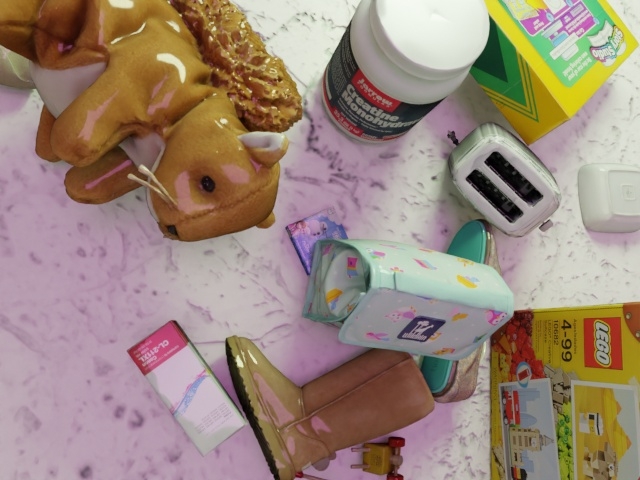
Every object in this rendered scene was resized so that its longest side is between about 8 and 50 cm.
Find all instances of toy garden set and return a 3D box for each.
[{"bbox_3d":[0.029,0.408,0.820,0.244,0.049,0.203,5,81,-13],"label":"toy garden set"}]

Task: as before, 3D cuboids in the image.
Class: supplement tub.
[{"bbox_3d":[0.120,-0.283,0.843,0.191,0.272,0.191,2,80,-14],"label":"supplement tub"}]

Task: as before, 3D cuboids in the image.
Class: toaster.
[{"bbox_3d":[0.308,-0.109,0.910,0.227,0.146,0.129,44,113,-4],"label":"toaster"}]

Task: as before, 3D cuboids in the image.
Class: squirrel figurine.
[{"bbox_3d":[-0.171,-0.186,0.724,0.370,0.281,0.397,37,55,15],"label":"squirrel figurine"}]

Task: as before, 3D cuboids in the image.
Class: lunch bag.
[{"bbox_3d":[0.116,0.081,0.776,0.223,0.262,0.160,13,84,-18],"label":"lunch bag"}]

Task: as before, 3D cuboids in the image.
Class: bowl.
[{"bbox_3d":[0.586,-0.089,1.045,0.142,0.053,0.142,1,79,-15],"label":"bowl"}]

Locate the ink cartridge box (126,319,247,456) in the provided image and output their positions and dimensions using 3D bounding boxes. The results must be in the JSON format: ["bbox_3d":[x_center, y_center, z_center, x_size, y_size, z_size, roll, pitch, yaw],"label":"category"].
[{"bbox_3d":[-0.188,0.203,0.755,0.072,0.127,0.175,-35,90,-16],"label":"ink cartridge box"}]

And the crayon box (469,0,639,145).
[{"bbox_3d":[0.394,-0.391,0.976,0.363,0.106,0.313,-39,93,-33],"label":"crayon box"}]

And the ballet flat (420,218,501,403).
[{"bbox_3d":[0.251,0.122,0.909,0.106,0.107,0.316,24,80,-30],"label":"ballet flat"}]

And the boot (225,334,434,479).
[{"bbox_3d":[0.011,0.216,0.831,0.270,0.089,0.236,-19,74,-24],"label":"boot"}]

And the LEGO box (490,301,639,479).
[{"bbox_3d":[0.424,0.352,0.760,0.193,0.372,0.500,6,79,-13],"label":"LEGO box"}]

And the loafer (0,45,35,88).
[{"bbox_3d":[-0.420,-0.346,0.811,0.092,0.102,0.268,30,88,-25],"label":"loafer"}]

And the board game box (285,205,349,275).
[{"bbox_3d":[0.000,0.000,0.895,0.090,0.020,0.090,-24,88,-18],"label":"board game box"}]
